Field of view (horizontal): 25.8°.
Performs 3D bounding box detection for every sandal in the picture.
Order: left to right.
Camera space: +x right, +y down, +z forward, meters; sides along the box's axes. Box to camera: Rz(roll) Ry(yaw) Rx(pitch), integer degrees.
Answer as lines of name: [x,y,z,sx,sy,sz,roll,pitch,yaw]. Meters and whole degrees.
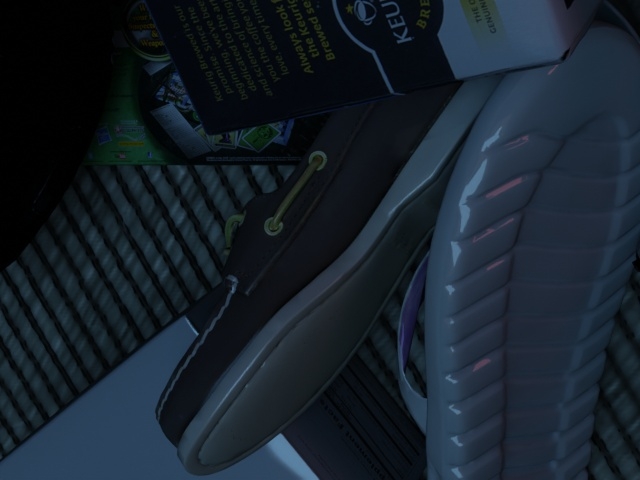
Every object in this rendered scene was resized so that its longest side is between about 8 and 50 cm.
sandal: [0.111,0.051,0.907,0.102,0.169,0.416,36,131,44]

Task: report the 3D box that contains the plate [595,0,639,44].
plate: [0.131,-0.088,0.922,0.188,0.024,0.188,8,111,20]

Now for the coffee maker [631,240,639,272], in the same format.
coffee maker: [0.292,-0.038,0.823,0.171,0.120,0.178,19,115,13]

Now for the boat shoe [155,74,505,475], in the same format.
boat shoe: [0.000,0.000,0.880,0.097,0.116,0.324,38,90,23]

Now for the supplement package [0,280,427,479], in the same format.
supplement package: [-0.091,0.173,1.036,0.262,0.145,0.204,-38,92,28]

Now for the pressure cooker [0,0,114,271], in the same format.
pressure cooker: [-0.394,-0.154,0.896,0.420,0.375,0.369,36,121,19]

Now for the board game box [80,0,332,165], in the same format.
board game box: [-0.110,-0.120,1.004,0.260,0.030,0.136,2,111,21]

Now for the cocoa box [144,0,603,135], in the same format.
cocoa box: [0.005,-0.269,0.748,0.228,0.231,0.347,-10,116,32]
